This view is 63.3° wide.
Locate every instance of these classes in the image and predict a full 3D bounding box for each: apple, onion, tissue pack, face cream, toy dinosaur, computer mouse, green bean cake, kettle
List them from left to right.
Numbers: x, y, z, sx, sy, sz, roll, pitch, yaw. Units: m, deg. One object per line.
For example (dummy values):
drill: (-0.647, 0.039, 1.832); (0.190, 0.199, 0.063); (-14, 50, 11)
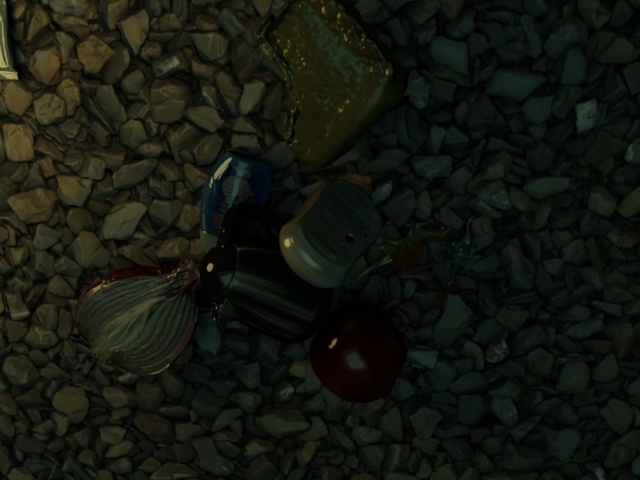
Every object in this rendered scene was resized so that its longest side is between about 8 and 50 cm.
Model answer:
tissue pack: (-0.756, -0.463, 1.176); (0.122, 0.026, 0.193); (0, 106, 5)
onion: (-0.397, 0.148, 1.249); (0.348, 0.159, 0.267); (-38, 110, 7)
face cream: (-0.204, -0.069, 1.199); (0.149, 0.083, 0.264); (16, 108, -9)
kettle: (-0.126, 0.076, 1.117); (0.271, 0.207, 0.251); (24, 97, -37)
green bean cake: (0.001, -0.335, 1.057); (0.285, 0.202, 0.310); (-35, 99, 26)
computer mouse: (0.019, -0.007, 1.106); (0.184, 0.297, 0.121); (38, 129, -5)
apple: (0.086, 0.256, 1.193); (0.201, 0.218, 0.218); (39, 106, -2)
toy dinosaur: (0.188, 0.026, 1.212); (0.142, 0.057, 0.212); (22, 120, -20)
toy dinosaur: (0.315, 0.023, 1.186); (0.080, 0.045, 0.198); (4, 118, -20)
